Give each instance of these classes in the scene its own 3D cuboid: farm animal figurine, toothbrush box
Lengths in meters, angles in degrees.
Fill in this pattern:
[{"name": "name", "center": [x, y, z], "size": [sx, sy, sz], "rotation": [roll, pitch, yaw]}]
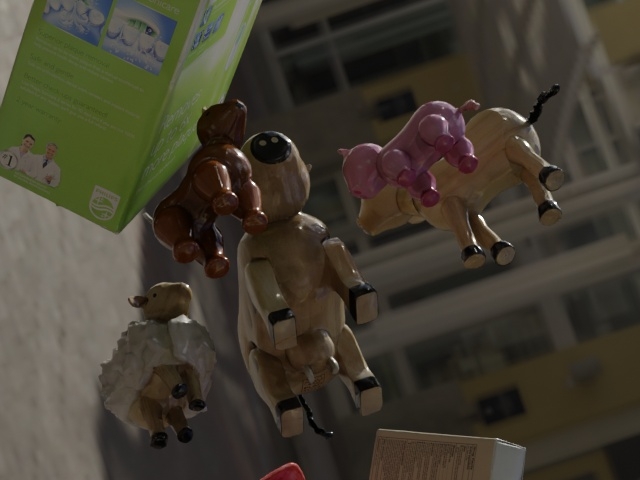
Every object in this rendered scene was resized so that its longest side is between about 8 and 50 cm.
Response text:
[{"name": "farm animal figurine", "center": [0.000, 0.000, 1.369], "size": [0.172, 0.330, 0.327], "rotation": [-121, -141, -48]}, {"name": "toothbrush box", "center": [-0.121, -0.180, 1.274], "size": [0.206, 0.122, 0.283], "rotation": [-56, 170, -60]}]

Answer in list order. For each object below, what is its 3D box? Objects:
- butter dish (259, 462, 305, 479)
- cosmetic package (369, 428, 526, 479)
[{"name": "butter dish", "center": [-0.016, 0.253, 1.169], "size": [0.160, 0.118, 0.160], "rotation": [-27, 112, -46]}, {"name": "cosmetic package", "center": [0.093, 0.176, 1.292], "size": [0.041, 0.115, 0.060], "rotation": [21, 76, -46]}]
